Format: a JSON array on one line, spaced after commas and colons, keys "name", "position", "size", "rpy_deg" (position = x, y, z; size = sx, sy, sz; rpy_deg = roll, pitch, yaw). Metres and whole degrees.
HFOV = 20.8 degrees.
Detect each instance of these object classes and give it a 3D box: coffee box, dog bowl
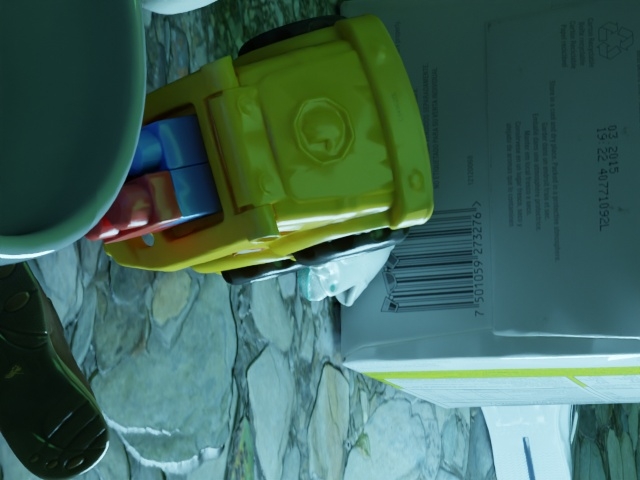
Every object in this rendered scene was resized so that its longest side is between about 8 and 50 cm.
[{"name": "coffee box", "position": [0.229, -0.029, 1.621], "size": [0.334, 0.338, 0.338], "rpy_deg": [30, 59, -66]}, {"name": "dog bowl", "position": [-0.194, -0.112, 0.792], "size": [0.265, 0.104, 0.265], "rpy_deg": [34, 50, -54]}]

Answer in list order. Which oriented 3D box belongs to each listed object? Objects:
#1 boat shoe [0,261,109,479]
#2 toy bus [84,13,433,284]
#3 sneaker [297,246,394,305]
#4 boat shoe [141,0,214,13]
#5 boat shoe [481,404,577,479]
[{"name": "boat shoe", "position": [-0.174, 0.049, 0.946], "size": [0.178, 0.064, 0.060], "rpy_deg": [65, -6, -26]}, {"name": "toy bus", "position": [-0.073, -0.039, 1.087], "size": [0.211, 0.220, 0.149], "rpy_deg": [-16, 89, -38]}, {"name": "sneaker", "position": [0.000, 0.000, 1.401], "size": [0.212, 0.080, 0.094], "rpy_deg": [33, 79, -58]}, {"name": "boat shoe", "position": [-0.114, -0.196, 1.142], "size": [0.184, 0.066, 0.063], "rpy_deg": [1, 71, -67]}, {"name": "boat shoe", "position": [0.226, 0.146, 1.933], "size": [0.119, 0.121, 0.335], "rpy_deg": [-78, 166, -55]}]
